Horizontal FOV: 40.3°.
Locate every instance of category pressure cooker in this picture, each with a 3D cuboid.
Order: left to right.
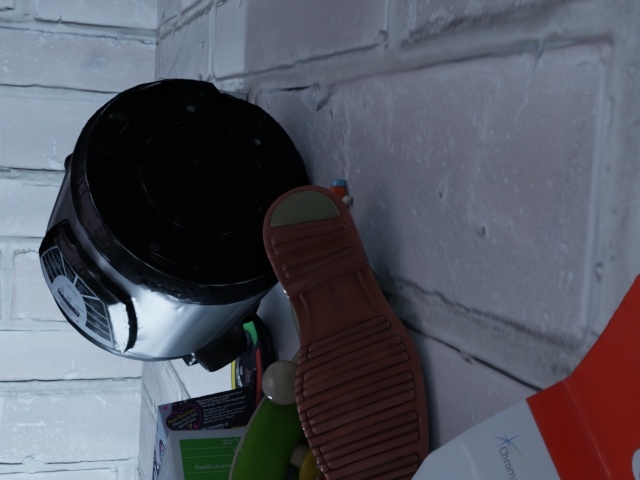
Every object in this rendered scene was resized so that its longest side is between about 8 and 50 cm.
[{"bbox_3d":[-0.240,-0.002,1.386,0.420,0.375,0.370,136,144,-55],"label":"pressure cooker"}]

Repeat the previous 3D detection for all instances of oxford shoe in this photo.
[{"bbox_3d":[0.042,0.130,1.005,0.146,0.140,0.397,62,-167,-63],"label":"oxford shoe"}]

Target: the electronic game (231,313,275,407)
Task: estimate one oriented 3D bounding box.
[{"bbox_3d":[-0.125,0.241,1.546,0.229,0.048,0.229,-178,90,-71],"label":"electronic game"}]

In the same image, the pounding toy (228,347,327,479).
[{"bbox_3d":[-0.018,0.247,1.103,0.183,0.110,0.237,-31,-40,-62],"label":"pounding toy"}]

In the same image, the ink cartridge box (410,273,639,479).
[{"bbox_3d":[0.170,0.260,0.617,0.385,0.091,0.308,109,155,-44],"label":"ink cartridge box"}]

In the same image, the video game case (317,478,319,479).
[{"bbox_3d":[-0.035,0.436,1.307,0.212,0.023,0.193,131,137,-61],"label":"video game case"}]

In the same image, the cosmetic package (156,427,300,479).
[{"bbox_3d":[-0.103,0.447,1.171,0.366,0.196,0.155,-111,30,-44],"label":"cosmetic package"}]

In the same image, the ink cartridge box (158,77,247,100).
[{"bbox_3d":[-0.249,-0.118,1.661,0.069,0.175,0.371,136,141,-68],"label":"ink cartridge box"}]

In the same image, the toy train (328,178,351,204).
[{"bbox_3d":[0.000,0.000,1.200,0.125,0.046,0.166,-179,91,-72],"label":"toy train"}]

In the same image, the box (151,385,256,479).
[{"bbox_3d":[-0.190,0.379,1.459,0.247,0.163,0.142,103,150,-44],"label":"box"}]
